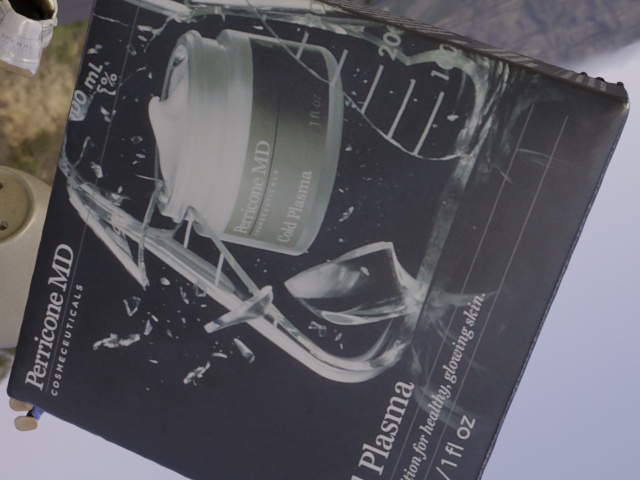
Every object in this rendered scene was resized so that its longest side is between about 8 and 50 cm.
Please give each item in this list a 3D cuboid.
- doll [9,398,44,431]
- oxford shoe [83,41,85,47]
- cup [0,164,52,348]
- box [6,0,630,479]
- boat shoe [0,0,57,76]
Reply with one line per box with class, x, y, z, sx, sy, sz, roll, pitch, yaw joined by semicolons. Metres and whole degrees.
doll;-0.484;0.250;1.564;0.046;0.129;0.189;-5;-161;5
oxford shoe;-0.301;-0.441;1.563;0.449;0.169;0.130;-58;-156;31
cup;-0.580;-0.003;1.608;0.331;0.331;0.237;-29;160;-24
box;0.000;0.000;0.921;0.472;0.479;0.297;21;-163;13
boat shoe;-0.411;-0.327;1.260;0.096;0.098;0.277;-58;-149;24
